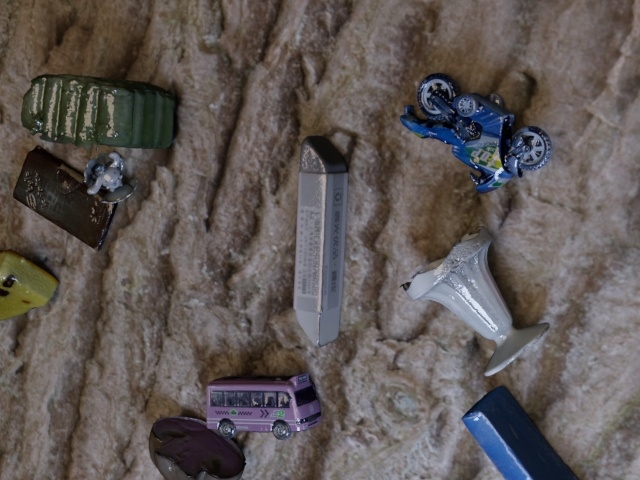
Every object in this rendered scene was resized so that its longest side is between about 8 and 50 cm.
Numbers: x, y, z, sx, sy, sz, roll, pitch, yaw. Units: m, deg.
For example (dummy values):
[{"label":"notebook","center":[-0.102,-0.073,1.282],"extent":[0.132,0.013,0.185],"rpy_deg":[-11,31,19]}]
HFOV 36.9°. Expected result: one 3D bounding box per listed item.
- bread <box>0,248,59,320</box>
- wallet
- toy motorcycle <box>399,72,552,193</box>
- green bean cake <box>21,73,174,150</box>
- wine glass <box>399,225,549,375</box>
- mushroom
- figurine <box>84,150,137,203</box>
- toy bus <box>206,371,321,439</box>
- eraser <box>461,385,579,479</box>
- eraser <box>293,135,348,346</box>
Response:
[{"label":"bread","center":[-0.711,0.115,1.932],"extent":[0.361,0.138,0.077],"rpy_deg":[-17,47,25]},{"label":"wallet","center":[-0.502,-0.083,1.874],"extent":[0.232,0.031,0.122],"rpy_deg":[31,109,19]},{"label":"toy motorcycle","center":[0.237,-0.161,1.500],"extent":[0.254,0.092,0.136],"rpy_deg":[37,119,26]},{"label":"green bean cake","center":[-0.399,-0.229,1.707],"extent":[0.227,0.222,0.125],"rpy_deg":[7,99,20]},{"label":"wine glass","center":[0.247,0.096,1.495],"extent":[0.165,0.165,0.196],"rpy_deg":[-40,87,23]},{"label":"mushroom","center":[-0.229,0.407,1.753],"extent":[0.188,0.141,0.117],"rpy_deg":[25,128,23]},{"label":"figurine","center":[-0.398,-0.117,1.795],"extent":[0.082,0.094,0.086],"rpy_deg":[20,142,58]},{"label":"toy bus","center":[-0.102,0.291,1.701],"extent":[0.198,0.096,0.108],"rpy_deg":[-5,90,28]},{"label":"eraser","center":[0.345,0.373,1.479],"extent":[0.042,0.144,0.312],"rpy_deg":[-41,79,25]},{"label":"eraser","center":[0.000,0.000,1.624],"extent":[0.061,0.089,0.352],"rpy_deg":[7,99,27]}]
